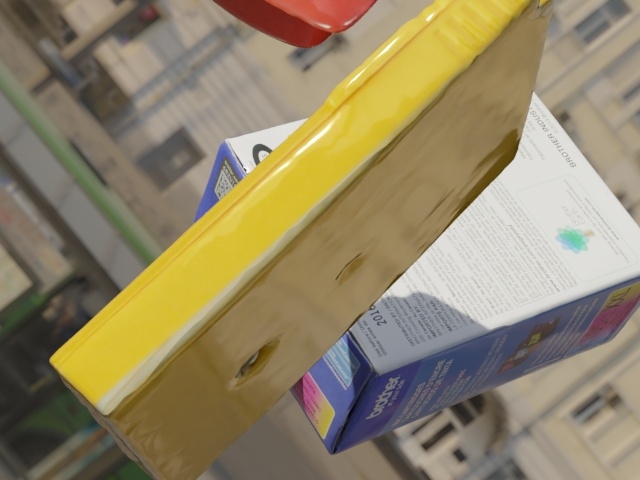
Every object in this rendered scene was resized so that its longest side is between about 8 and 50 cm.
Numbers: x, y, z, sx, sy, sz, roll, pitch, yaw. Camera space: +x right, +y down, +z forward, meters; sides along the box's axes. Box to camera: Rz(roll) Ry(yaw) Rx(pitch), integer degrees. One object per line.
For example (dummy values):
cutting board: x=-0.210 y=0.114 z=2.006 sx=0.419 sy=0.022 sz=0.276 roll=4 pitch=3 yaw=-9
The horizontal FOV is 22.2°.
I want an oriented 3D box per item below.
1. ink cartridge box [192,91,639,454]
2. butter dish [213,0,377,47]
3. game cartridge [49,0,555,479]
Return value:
ink cartridge box: x=0.069 y=0.014 z=1.482 sx=0.270 sy=0.395 sz=0.151 roll=57 pitch=-35 yaw=26
butter dish: x=-0.022 y=-0.195 z=1.127 sx=0.160 sy=0.160 sz=0.118 roll=31 pitch=-35 yaw=8
game cartridge: x=0.000 y=0.000 z=0.932 sx=0.053 sy=0.323 sz=0.285 roll=42 pitch=-12 yaw=13
